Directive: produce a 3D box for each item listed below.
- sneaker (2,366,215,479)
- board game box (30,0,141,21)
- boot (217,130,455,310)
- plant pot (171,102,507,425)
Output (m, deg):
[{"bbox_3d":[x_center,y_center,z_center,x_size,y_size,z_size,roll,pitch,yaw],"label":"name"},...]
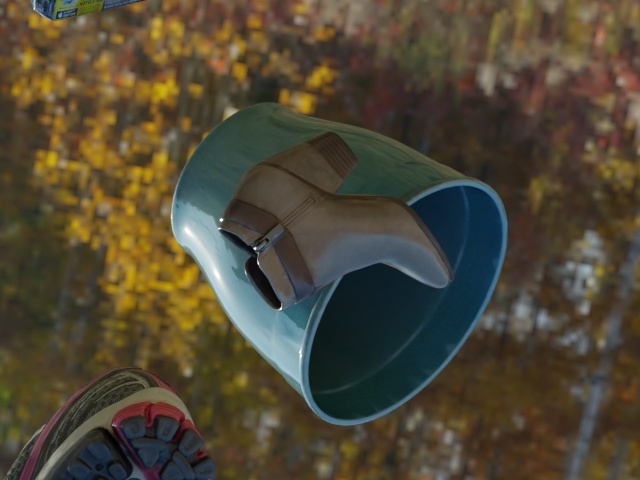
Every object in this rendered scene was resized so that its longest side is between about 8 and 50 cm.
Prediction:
[{"bbox_3d":[-0.175,0.211,1.136,0.121,0.299,0.112,38,-174,-25],"label":"sneaker"},{"bbox_3d":[-0.149,-0.285,1.464,0.060,0.194,0.194,28,-152,24],"label":"board game box"},{"bbox_3d":[0.005,0.004,0.955,0.118,0.087,0.042,47,156,-8],"label":"boot"},{"bbox_3d":[0.000,0.000,1.826,0.255,0.272,0.271,36,-159,33],"label":"plant pot"}]
